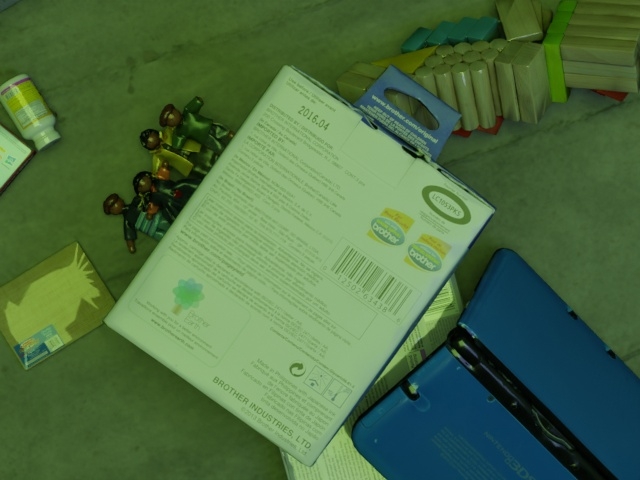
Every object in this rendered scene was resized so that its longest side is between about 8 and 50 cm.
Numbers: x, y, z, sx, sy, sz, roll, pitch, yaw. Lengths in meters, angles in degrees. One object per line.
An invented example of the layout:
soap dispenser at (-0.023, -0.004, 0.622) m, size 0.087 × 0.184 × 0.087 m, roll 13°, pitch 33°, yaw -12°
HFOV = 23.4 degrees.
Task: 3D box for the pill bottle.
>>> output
pill bottle at (-0.328, -0.144, 1.744) m, size 0.043 × 0.043 × 0.083 m, roll -32°, pitch 90°, yaw -3°

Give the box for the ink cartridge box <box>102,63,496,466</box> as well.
ink cartridge box at (0.000, 0.000, 1.629) m, size 0.270 × 0.151 × 0.395 m, roll 35°, pitch 93°, yaw 0°

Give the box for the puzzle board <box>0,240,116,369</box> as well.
puzzle board at (-0.306, 0.074, 1.756) m, size 0.128 × 0.011 × 0.096 m, roll -32°, pitch 91°, yaw -2°

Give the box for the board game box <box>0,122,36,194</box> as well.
board game box at (-0.477, -0.134, 1.746) m, size 0.281 × 0.027 × 0.145 m, roll 39°, pitch 86°, yaw -1°

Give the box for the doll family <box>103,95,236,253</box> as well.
doll family at (-0.172, -0.070, 1.736) m, size 0.111 × 0.076 × 0.193 m, roll 24°, pitch 90°, yaw -6°

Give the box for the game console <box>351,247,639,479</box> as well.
game console at (0.215, 0.204, 1.710) m, size 0.250 × 0.173 × 0.293 m, roll -43°, pitch 100°, yaw 13°

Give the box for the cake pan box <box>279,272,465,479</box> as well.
cake pan box at (0.059, 0.162, 1.742) m, size 0.246 × 0.070 × 0.266 m, roll -16°, pitch 89°, yaw -5°

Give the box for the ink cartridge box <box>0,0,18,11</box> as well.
ink cartridge box at (-0.383, -0.286, 1.716) m, size 0.180 × 0.104 × 0.060 m, roll -32°, pitch 89°, yaw -4°

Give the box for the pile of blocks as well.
pile of blocks at (0.204, -0.186, 1.753) m, size 0.362 × 0.149 × 0.112 m, roll -10°, pitch 132°, yaw 6°
